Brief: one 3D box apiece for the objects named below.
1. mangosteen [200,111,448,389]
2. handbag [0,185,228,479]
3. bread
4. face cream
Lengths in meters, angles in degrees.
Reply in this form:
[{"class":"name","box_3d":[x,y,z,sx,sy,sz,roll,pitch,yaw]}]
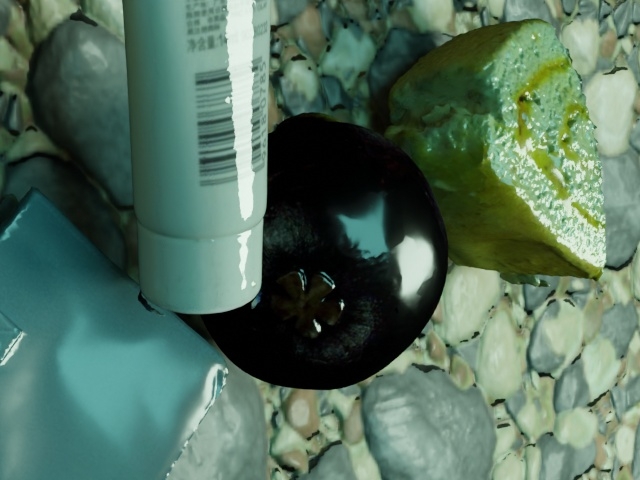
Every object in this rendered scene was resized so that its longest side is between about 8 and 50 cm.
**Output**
[{"class":"mangosteen","box_3d":[0.000,0.000,0.921,0.151,0.137,0.137,-86,151,-63]},{"class":"handbag","box_3d":[-0.147,0.099,0.807,0.144,0.057,0.221,49,56,-27]},{"class":"bread","box_3d":[0.092,-0.040,1.021,0.110,0.103,0.156,-17,93,-50]},{"class":"face cream","box_3d":[-0.053,-0.083,0.787,0.092,0.058,0.243,-19,121,-39]}]
